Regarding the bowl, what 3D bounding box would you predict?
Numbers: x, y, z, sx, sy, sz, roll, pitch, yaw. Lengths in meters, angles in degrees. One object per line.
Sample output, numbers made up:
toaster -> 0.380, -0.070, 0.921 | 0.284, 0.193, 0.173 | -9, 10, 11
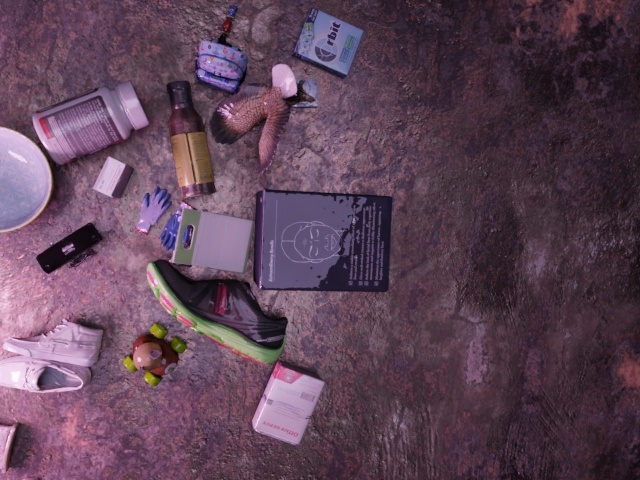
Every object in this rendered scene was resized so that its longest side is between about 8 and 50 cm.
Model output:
bowl -> -0.887, -0.166, 1.577 | 0.290, 0.156, 0.289 | 0, 92, -12

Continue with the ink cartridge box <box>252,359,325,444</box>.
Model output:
ink cartridge box -> -0.103, 0.517, 1.799 | 0.159, 0.092, 0.217 | 24, 86, -12

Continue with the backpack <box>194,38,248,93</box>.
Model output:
backpack -> -0.295, -0.522, 1.675 | 0.158, 0.173, 0.116 | 17, 89, -13

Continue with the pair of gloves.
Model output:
pair of gloves -> -0.467, -0.064, 1.700 | 0.198, 0.023, 0.159 | 29, 94, 15

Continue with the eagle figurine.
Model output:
eagle figurine -> -0.162, -0.373, 1.705 | 0.298, 0.226, 0.225 | -45, 120, -12

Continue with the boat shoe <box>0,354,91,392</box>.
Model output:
boat shoe -> -0.821, 0.394, 1.643 | 0.277, 0.096, 0.098 | 4, 92, -12

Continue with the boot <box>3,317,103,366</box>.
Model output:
boot -> -0.779, 0.286, 1.660 | 0.258, 0.095, 0.123 | 15, 83, -20

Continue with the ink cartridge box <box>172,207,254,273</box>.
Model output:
ink cartridge box -> -0.328, 0.001, 1.716 | 0.235, 0.056, 0.171 | 11, 91, -29

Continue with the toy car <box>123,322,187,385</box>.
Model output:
toy car -> -0.493, 0.352, 1.662 | 0.149, 0.188, 0.155 | 39, 85, -10

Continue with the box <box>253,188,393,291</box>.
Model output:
box -> 0.000, 0.000, 1.738 | 0.396, 0.212, 0.293 | 3, 92, -12

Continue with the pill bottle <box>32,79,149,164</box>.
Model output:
pill bottle -> -0.650, -0.342, 1.616 | 0.283, 0.161, 0.161 | -25, 97, -10

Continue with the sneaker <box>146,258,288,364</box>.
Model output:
sneaker -> -0.312, 0.195, 1.724 | 0.483, 0.185, 0.202 | 35, 67, -14

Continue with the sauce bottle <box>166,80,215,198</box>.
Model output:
sauce bottle -> -0.395, -0.303, 1.696 | 0.112, 0.111, 0.344 | -9, 94, -11

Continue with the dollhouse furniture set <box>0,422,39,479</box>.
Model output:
dollhouse furniture set -> -0.942, 0.636, 1.590 | 0.303, 0.174, 0.355 | 11, 90, -12

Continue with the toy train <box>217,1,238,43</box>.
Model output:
toy train -> -0.289, -0.663, 1.739 | 0.027, 0.036, 0.158 | 19, 88, -12

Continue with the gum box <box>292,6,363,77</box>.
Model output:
gum box -> 0.025, -0.633, 1.803 | 0.185, 0.041, 0.156 | 21, 88, -11

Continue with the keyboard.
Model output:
keyboard -> -0.742, 0.037, 1.685 | 0.192, 0.038, 0.100 | -34, 75, -7

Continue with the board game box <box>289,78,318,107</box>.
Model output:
board game box -> -0.055, -0.472, 1.804 | 0.090, 0.020, 0.090 | -2, 93, -12

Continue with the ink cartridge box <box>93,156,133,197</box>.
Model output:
ink cartridge box -> -0.596, -0.181, 1.623 | 0.060, 0.180, 0.104 | 25, 87, -12

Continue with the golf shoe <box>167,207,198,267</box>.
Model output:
golf shoe -> -0.420, -0.014, 1.723 | 0.086, 0.067, 0.186 | 8, 82, 9
